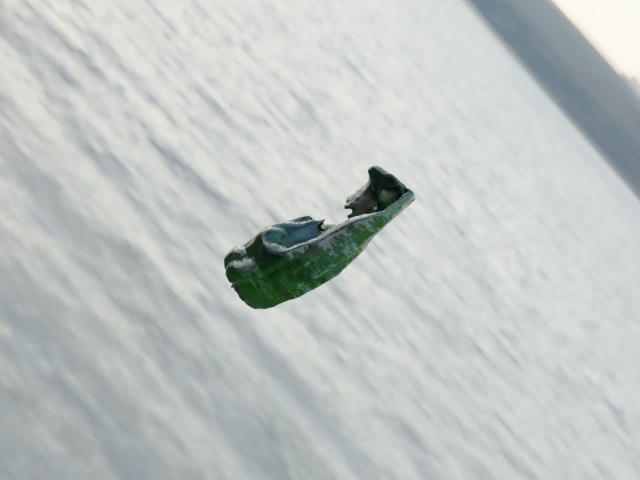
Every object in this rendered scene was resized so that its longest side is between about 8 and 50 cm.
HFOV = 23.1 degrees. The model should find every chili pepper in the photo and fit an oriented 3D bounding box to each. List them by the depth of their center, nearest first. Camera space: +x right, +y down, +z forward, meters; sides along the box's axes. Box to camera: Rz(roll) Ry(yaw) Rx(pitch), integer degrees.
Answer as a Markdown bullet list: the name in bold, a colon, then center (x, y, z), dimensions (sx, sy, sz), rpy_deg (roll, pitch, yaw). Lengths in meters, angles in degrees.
- **chili pepper**: center (0.000, -0.001, 1.880), dimensions (0.083, 0.253, 0.099), rpy_deg (50, 11, -48)
